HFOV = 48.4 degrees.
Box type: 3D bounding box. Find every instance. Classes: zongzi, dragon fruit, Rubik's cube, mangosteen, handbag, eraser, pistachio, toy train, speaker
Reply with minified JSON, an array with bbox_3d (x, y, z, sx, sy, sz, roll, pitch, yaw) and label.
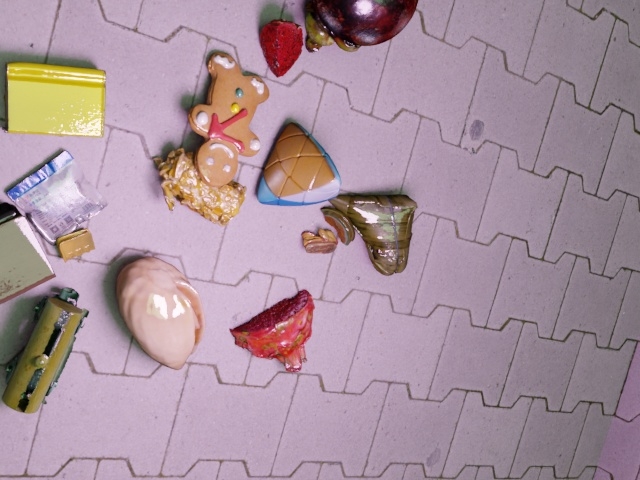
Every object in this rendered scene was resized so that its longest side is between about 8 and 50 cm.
[{"bbox_3d":[0.139,-0.016,2.129,0.274,0.125,0.251,0,106,-15],"label":"zongzi"},{"bbox_3d":[-0.094,0.283,2.044,0.262,0.134,0.212,-31,120,-21],"label":"dragon fruit"},{"bbox_3d":[-0.003,-0.168,1.937,0.254,0.254,0.255,-8,106,-30],"label":"Rubik's cube"},{"bbox_3d":[0.089,-0.645,1.865,0.306,0.359,0.306,17,59,-30],"label":"mangosteen"},{"bbox_3d":[-0.102,-0.524,1.870,0.106,0.083,0.162,-36,144,-29],"label":"dragon fruit"},{"bbox_3d":[-0.591,0.012,1.725,0.083,0.027,0.061,-24,130,-27],"label":"handbag"},{"bbox_3d":[-0.601,-0.319,1.620,0.226,0.069,0.158,-1,102,-32],"label":"eraser"},{"bbox_3d":[-0.405,0.190,1.808,0.193,0.213,0.318,-60,144,-55],"label":"pistachio"},{"bbox_3d":[-0.636,0.263,1.673,0.126,0.189,0.308,26,87,-31],"label":"toy train"},{"bbox_3d":[-0.741,0.048,1.577,0.230,0.153,0.193,-29,116,-22],"label":"speaker"}]

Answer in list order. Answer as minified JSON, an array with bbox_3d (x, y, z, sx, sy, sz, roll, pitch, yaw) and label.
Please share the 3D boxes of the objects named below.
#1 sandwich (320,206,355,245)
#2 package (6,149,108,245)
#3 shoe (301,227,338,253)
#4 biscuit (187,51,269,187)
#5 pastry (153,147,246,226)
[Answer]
[{"bbox_3d":[0.053,-0.048,2.075,0.135,0.067,0.029,46,45,-9],"label":"sandwich"},{"bbox_3d":[-0.619,-0.099,1.690,0.171,0.027,0.173,-38,119,-14],"label":"package"},{"bbox_3d":[-0.001,-0.001,2.065,0.109,0.069,0.072,-17,148,-15],"label":"shoe"},{"bbox_3d":[-0.229,-0.295,1.804,0.216,0.047,0.340,29,67,-32],"label":"biscuit"},{"bbox_3d":[-0.315,-0.131,1.822,0.250,0.102,0.154,31,93,-34],"label":"pastry"}]
